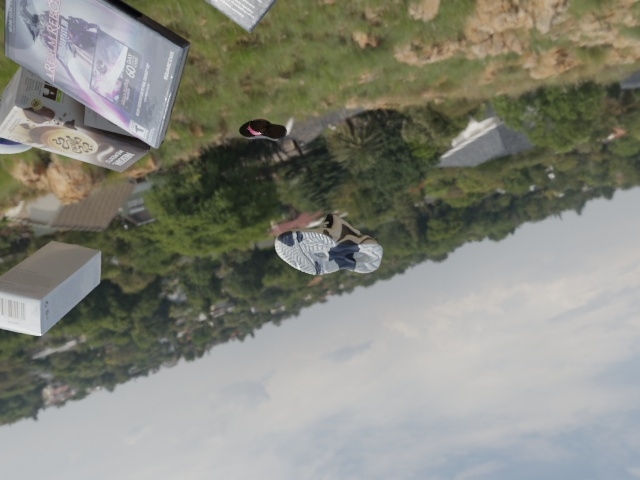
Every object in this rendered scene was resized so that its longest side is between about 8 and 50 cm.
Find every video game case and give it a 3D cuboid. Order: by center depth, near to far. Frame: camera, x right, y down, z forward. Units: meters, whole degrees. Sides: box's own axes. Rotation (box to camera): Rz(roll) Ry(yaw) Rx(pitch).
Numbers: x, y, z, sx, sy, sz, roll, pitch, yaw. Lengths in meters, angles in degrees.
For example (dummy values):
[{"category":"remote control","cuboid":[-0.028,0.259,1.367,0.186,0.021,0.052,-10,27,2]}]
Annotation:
[{"category":"video game case","cuboid":[-0.329,-0.273,0.889,0.196,0.274,0.026,-57,-178,47]}]

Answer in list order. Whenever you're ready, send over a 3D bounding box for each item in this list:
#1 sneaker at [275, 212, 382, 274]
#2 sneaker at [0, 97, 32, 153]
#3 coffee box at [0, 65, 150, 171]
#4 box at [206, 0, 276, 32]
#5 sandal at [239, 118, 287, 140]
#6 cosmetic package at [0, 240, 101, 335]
[{"category":"sneaker","cuboid":[0.000,0.000,1.310,0.235,0.094,0.153,0,-159,-23]},{"category":"sneaker","cuboid":[-0.779,-0.340,1.459,0.236,0.130,0.323,-56,157,20]},{"category":"coffee box","cuboid":[-0.555,-0.272,1.416,0.297,0.118,0.168,15,156,-37]},{"category":"box","cuboid":[-0.201,-0.873,1.815,0.294,0.212,0.395,32,139,-23]},{"category":"sandal","cuboid":[-0.173,-0.330,1.817,0.179,0.067,0.040,15,162,38]},{"category":"cosmetic package","cuboid":[-0.539,0.088,1.226,0.117,0.085,0.231,12,-158,6]}]
